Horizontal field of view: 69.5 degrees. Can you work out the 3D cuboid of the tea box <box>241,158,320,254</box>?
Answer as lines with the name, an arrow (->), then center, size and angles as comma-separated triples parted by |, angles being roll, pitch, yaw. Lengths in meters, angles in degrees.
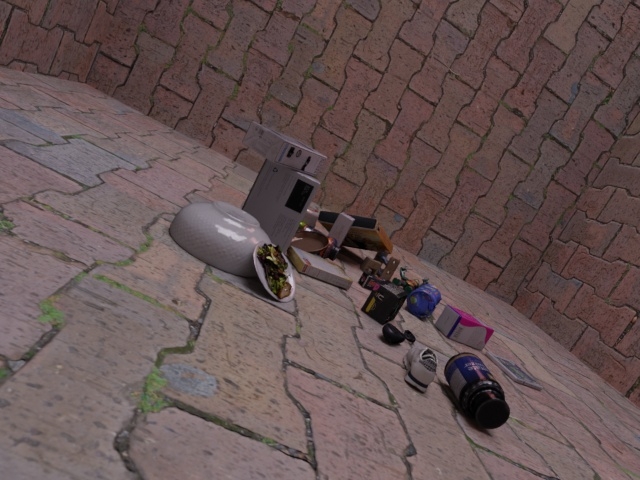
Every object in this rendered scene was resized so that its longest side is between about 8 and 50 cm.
tea box -> -0.178, -0.152, 1.835 | 0.219, 0.329, 0.323 | 26, 10, -11

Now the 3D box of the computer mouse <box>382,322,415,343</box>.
computer mouse -> 0.266, 0.324, 1.565 | 0.071, 0.041, 0.242 | 46, 12, 33

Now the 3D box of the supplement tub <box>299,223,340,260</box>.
supplement tub -> -0.008, 0.015, 2.100 | 0.197, 0.106, 0.106 | 30, 11, 9

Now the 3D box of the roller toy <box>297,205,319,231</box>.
roller toy -> -0.106, -0.133, 2.430 | 0.209, 0.146, 0.191 | 35, 12, 34

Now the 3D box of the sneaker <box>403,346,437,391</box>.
sneaker -> 0.301, 0.353, 1.344 | 0.090, 0.095, 0.235 | 28, 9, 3

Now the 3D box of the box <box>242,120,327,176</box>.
box -> -0.122, -0.327, 1.676 | 0.169, 0.087, 0.289 | 35, 15, 27

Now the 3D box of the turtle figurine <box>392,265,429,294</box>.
turtle figurine -> 0.465, 0.215, 2.361 | 0.175, 0.118, 0.234 | 18, 19, 32

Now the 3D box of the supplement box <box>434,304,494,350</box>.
supplement box -> 0.627, 0.380, 2.009 | 0.219, 0.111, 0.114 | 25, 11, -25

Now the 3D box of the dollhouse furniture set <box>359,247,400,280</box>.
dollhouse furniture set -> 0.289, 0.104, 2.384 | 0.183, 0.129, 0.129 | 22, 12, -31

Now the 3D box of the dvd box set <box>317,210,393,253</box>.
dvd box set -> 0.194, -0.037, 2.419 | 0.307, 0.062, 0.420 | 10, -14, 22

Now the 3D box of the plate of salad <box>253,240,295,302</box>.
plate of salad -> -0.127, 0.088, 1.379 | 0.200, 0.048, 0.200 | 45, 30, -34

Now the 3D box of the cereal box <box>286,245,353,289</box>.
cereal box -> -0.005, 0.108, 1.828 | 0.240, 0.048, 0.173 | 23, 12, -28

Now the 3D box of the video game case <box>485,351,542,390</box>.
video game case -> 0.813, 0.548, 1.945 | 0.173, 0.022, 0.190 | 23, 12, -26

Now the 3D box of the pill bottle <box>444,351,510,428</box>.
pill bottle -> 0.439, 0.420, 1.298 | 0.122, 0.123, 0.219 | 27, 12, -11

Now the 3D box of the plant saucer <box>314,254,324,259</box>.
plant saucer -> -0.025, 0.080, 1.978 | 0.119, 0.021, 0.119 | 27, 10, -5

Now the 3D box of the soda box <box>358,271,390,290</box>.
soda box -> 0.252, 0.195, 2.049 | 0.168, 0.060, 0.053 | 21, 11, -31

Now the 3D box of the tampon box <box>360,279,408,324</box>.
tampon box -> 0.240, 0.225, 1.709 | 0.101, 0.121, 0.161 | 33, 11, 20

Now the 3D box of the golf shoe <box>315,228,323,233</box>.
golf shoe -> 0.000, 0.000, 2.319 | 0.198, 0.077, 0.094 | 32, -2, -20

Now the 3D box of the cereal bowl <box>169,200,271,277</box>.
cereal bowl -> -0.294, -0.027, 1.470 | 0.338, 0.141, 0.339 | 29, 10, -6

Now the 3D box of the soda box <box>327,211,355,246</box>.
soda box -> 0.079, -0.023, 2.200 | 0.073, 0.216, 0.069 | 30, 13, 8

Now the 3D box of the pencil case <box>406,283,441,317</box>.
pencil case -> 0.481, 0.271, 2.116 | 0.133, 0.120, 0.306 | 16, 6, 19

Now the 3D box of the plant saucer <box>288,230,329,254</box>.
plant saucer -> -0.062, 0.015, 1.977 | 0.198, 0.036, 0.199 | 2, 27, -1
